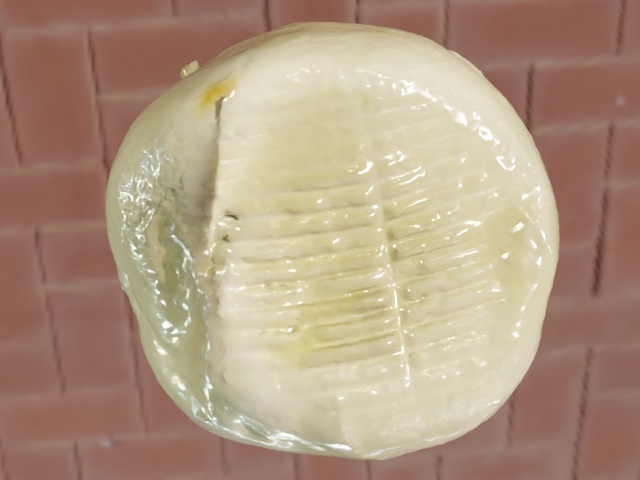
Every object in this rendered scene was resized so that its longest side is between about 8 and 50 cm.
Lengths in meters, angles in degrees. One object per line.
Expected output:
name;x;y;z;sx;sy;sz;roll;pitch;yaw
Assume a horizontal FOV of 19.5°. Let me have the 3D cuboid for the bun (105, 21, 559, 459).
bun;0.000;0.000;0.939;0.229;0.145;0.229;-1;92;-17
